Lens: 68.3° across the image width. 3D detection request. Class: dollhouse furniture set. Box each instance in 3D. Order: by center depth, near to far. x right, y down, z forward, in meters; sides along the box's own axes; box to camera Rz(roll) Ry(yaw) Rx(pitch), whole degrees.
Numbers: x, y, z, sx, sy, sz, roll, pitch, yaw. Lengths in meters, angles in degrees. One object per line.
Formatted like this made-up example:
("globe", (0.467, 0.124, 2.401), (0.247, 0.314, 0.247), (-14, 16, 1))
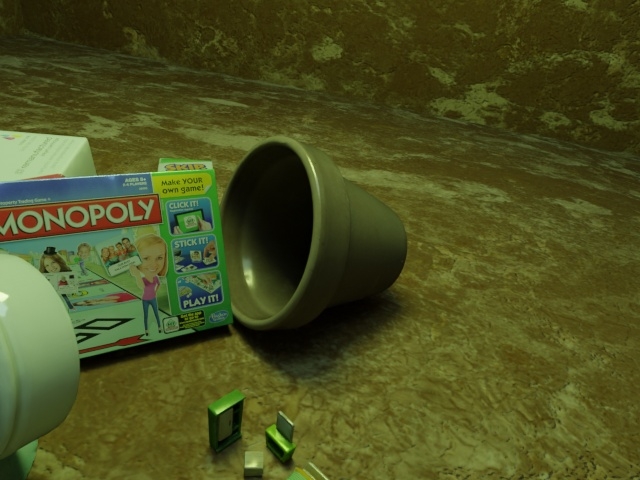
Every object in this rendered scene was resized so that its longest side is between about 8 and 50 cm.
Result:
("dollhouse furniture set", (-0.047, 0.214, 0.455), (0.151, 0.059, 0.076), (31, 36, 35))

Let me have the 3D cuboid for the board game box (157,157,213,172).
("board game box", (-0.299, -0.130, 1.048), (0.124, 0.039, 0.259), (1, 27, -16))

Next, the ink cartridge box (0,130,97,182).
("ink cartridge box", (-0.506, -0.052, 0.663), (0.306, 0.131, 0.226), (5, 41, -6))

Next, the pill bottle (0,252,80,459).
("pill bottle", (-0.353, 0.118, 0.268), (0.204, 0.204, 0.361), (20, 16, 21))

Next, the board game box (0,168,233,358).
("board game box", (-0.275, 0.029, 0.575), (0.317, 0.214, 0.046), (-9, 7, -29))

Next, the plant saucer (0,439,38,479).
("plant saucer", (-0.367, 0.196, 0.422), (0.195, 0.037, 0.195), (7, 29, -4))

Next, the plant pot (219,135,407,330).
("plant pot", (0.000, 0.000, 0.705), (0.229, 0.263, 0.263), (8, 23, -40))
